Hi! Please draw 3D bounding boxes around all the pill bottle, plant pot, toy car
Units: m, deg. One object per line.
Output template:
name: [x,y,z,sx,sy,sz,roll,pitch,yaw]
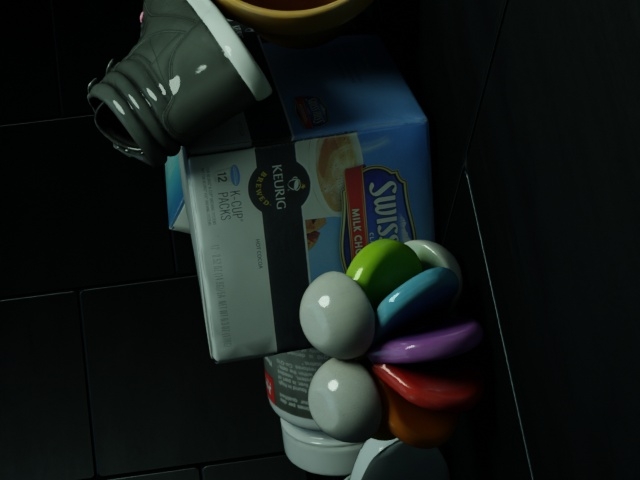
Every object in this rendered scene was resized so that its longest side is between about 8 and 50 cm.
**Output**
pill bottle: [0.012,0.119,1.783,0.161,0.161,0.283,-108,12,-64]
plant pot: [-0.024,-0.275,1.469,0.188,0.205,0.205,81,-179,-77]
toy car: [0.077,0.090,1.303,0.136,0.159,0.182,12,113,47]

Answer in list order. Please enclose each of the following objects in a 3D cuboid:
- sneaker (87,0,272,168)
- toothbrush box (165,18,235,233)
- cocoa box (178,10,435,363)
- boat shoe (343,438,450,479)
sneaker: [-0.156,-0.165,1.419,0.105,0.147,0.296,58,177,-30]
toothbrush box: [-0.076,-0.131,1.905,0.296,0.216,0.126,-100,31,-44]
cocoa box: [-0.025,-0.071,1.564,0.347,0.227,0.232,-109,13,-62]
boat shoe: [0.073,0.276,1.621,0.306,0.113,0.105,75,167,-47]
